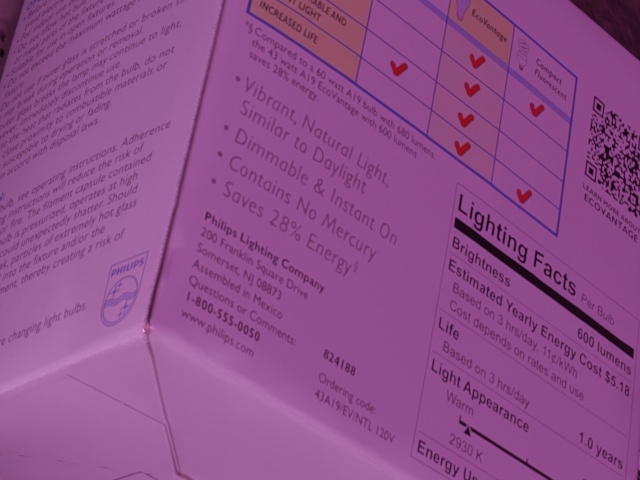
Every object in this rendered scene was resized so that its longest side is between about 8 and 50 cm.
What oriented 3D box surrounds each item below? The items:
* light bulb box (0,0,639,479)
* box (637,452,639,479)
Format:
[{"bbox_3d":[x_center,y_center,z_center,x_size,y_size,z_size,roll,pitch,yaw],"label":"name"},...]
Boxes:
[{"bbox_3d":[0.000,0.000,1.070,0.358,0.225,0.361,34,52,-33],"label":"light bulb box"},{"bbox_3d":[0.198,0.071,1.257,0.307,0.242,0.076,-49,115,-34],"label":"box"}]
